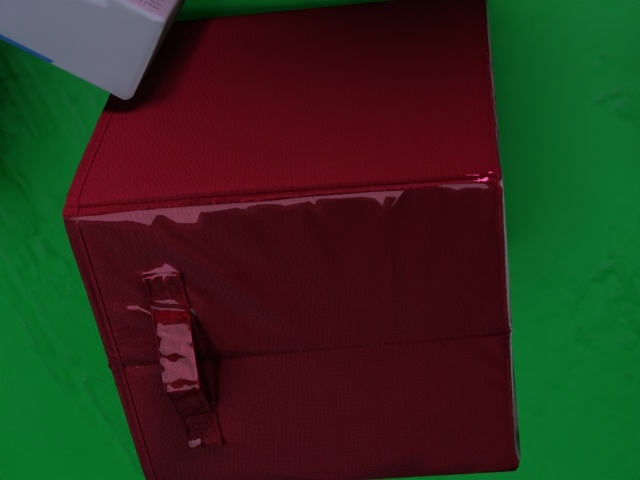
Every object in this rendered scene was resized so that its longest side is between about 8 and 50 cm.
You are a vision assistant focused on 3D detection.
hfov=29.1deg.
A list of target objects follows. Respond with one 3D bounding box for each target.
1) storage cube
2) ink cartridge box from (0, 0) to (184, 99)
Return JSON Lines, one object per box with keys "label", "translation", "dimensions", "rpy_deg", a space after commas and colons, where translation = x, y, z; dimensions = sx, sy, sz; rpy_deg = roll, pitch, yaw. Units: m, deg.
{"label": "storage cube", "translation": [0.000, 0.000, 0.641], "dimensions": [0.193, 0.215, 0.184], "rpy_deg": [-5, 125, 7]}
{"label": "ink cartridge box", "translation": [-0.111, -0.135, 0.615], "dimensions": [0.088, 0.122, 0.052], "rpy_deg": [26, 123, -9]}
